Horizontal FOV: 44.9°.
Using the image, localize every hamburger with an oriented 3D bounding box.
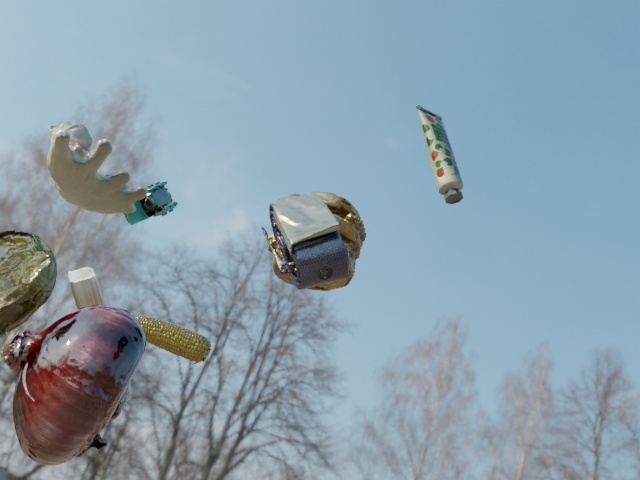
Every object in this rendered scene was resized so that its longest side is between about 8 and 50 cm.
[{"bbox_3d":[-0.744,0.102,1.817,0.285,0.266,0.134,37,-24,38],"label":"hamburger"},{"bbox_3d":[0.005,0.010,2.046,0.245,0.211,0.261,31,-42,-33],"label":"hamburger"}]

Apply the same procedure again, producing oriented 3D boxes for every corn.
[{"bbox_3d":[-0.470,0.307,2.442,0.260,0.091,0.091,22,-34,-9],"label":"corn"}]

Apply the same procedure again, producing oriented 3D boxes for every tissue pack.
[{"bbox_3d":[-0.566,0.235,1.990,0.170,0.071,0.325,20,-54,67],"label":"tissue pack"}]

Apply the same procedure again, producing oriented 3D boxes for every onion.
[{"bbox_3d":[-0.519,0.269,1.571,0.286,0.347,0.347,29,-27,-11],"label":"onion"}]

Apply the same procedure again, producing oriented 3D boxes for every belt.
[{"bbox_3d":[-0.036,0.001,1.486,0.126,0.230,0.139,-13,-55,-11],"label":"belt"}]

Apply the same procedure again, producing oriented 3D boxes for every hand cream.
[{"bbox_3d":[0.292,-0.212,1.880,0.095,0.276,0.059,16,-40,-37],"label":"hand cream"}]

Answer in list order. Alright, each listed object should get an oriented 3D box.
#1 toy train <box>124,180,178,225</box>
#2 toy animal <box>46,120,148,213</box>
[{"bbox_3d":[-0.551,-0.118,2.491,0.155,0.198,0.107,-22,-82,9],"label":"toy train"},{"bbox_3d":[-0.667,-0.214,2.274,0.308,0.266,0.188,2,28,-37],"label":"toy animal"}]
